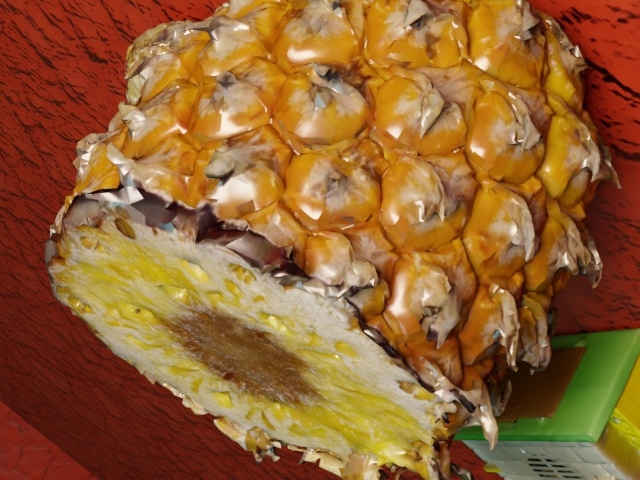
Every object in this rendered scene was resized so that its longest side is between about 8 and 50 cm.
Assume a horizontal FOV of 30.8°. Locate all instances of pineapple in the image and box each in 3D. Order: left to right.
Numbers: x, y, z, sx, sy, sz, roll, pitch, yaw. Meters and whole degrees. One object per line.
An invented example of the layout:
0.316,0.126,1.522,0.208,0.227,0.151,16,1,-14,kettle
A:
0.017,-0.021,0.766,0.352,0.300,0.352,27,149,18,pineapple

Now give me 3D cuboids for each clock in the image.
0.260,0.203,1.048,0.255,0.106,0.220,43,153,-20,clock

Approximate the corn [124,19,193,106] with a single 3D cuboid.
-0.116,-0.077,1.044,0.098,0.098,0.289,22,147,26,corn
